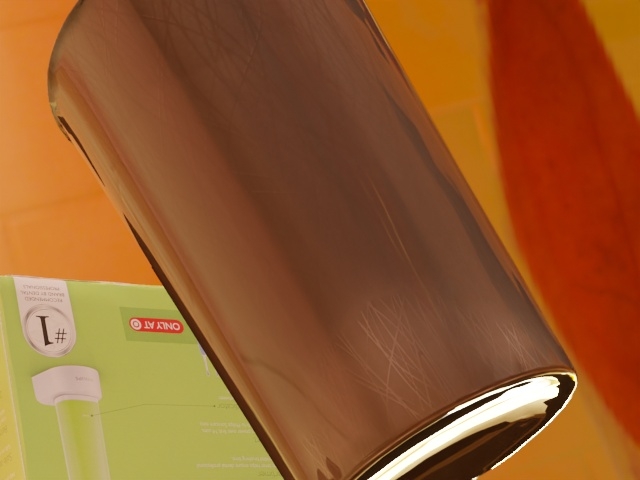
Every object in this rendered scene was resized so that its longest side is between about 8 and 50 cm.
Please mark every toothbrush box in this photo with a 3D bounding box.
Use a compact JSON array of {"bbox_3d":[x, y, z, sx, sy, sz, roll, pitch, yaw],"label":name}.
[{"bbox_3d":[-0.101,0.175,0.939,0.122,0.206,0.283,-42,55,42],"label":"toothbrush box"}]

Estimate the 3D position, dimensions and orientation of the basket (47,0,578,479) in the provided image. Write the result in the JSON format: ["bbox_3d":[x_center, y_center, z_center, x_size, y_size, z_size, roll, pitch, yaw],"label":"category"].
[{"bbox_3d":[0.000,0.000,0.712,0.227,0.154,0.204,59,180,24],"label":"basket"}]
